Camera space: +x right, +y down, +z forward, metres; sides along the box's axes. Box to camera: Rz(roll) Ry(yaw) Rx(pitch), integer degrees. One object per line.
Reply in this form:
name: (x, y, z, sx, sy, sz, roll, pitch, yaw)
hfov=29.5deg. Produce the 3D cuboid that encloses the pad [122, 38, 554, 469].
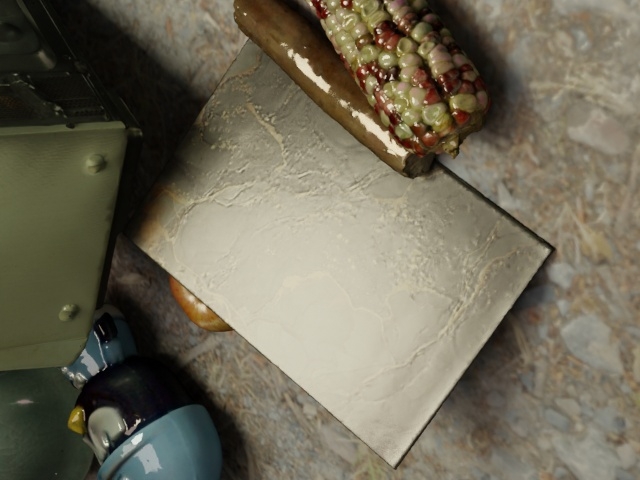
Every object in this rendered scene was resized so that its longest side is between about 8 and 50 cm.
pad: (0.000, 0.000, 1.119, 0.367, 0.007, 0.248, 39, 102, 22)

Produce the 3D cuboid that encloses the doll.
doll: (-0.215, 0.204, 1.388, 0.314, 0.141, 0.177, 52, 147, 17)

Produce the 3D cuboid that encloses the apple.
apple: (-0.097, 0.030, 1.230, 0.126, 0.102, 0.126, 17, 119, 34)

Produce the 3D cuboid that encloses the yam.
yam: (0.011, -0.146, 1.093, 0.241, 0.056, 0.057, 43, 131, 19)

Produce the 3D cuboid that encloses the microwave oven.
microwave oven: (-0.373, -0.097, 1.256, 0.394, 0.247, 0.333, 54, 137, 40)

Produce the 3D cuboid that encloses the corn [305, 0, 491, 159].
corn: (0.040, -0.189, 1.018, 0.280, 0.092, 0.092, 54, 134, 11)

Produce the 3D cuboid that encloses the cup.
cup: (-0.406, 0.247, 1.529, 0.199, 0.150, 0.199, 2, 93, 31)
